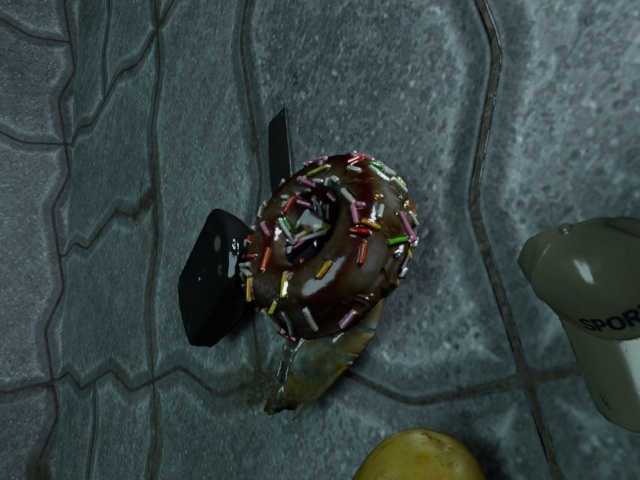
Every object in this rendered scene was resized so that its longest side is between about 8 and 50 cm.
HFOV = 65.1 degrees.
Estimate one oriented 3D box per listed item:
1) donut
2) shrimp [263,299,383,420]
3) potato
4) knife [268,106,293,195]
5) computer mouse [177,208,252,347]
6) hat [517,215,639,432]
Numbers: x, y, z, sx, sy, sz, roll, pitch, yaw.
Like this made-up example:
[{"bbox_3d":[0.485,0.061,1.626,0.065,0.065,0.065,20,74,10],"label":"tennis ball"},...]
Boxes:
[{"bbox_3d":[0.000,0.000,0.657,0.269,0.103,0.270,-29,43,31],"label":"donut"},{"bbox_3d":[-0.011,0.140,0.738,0.317,0.077,0.168,-55,37,24],"label":"shrimp"},{"bbox_3d":[0.108,0.276,0.508,0.203,0.178,0.158,160,129,-74],"label":"potato"},{"bbox_3d":[-0.069,-0.114,0.885,0.072,0.019,0.245,-31,59,49],"label":"knife"},{"bbox_3d":[-0.177,0.067,0.922,0.269,0.100,0.170,-53,43,39],"label":"computer mouse"},{"bbox_3d":[0.246,0.068,0.413,0.147,0.085,0.175,-28,62,44],"label":"hat"}]
